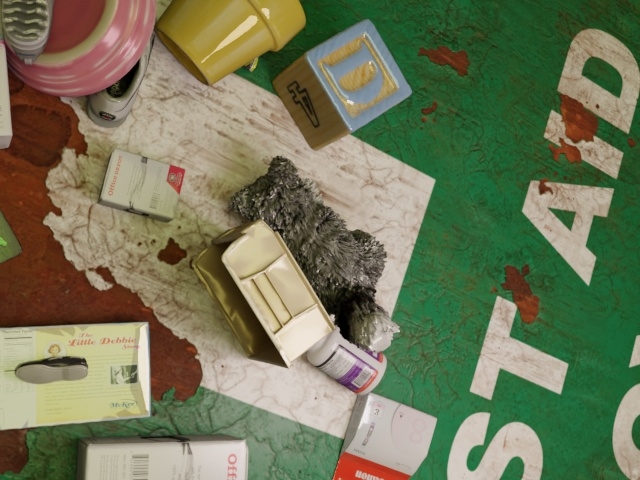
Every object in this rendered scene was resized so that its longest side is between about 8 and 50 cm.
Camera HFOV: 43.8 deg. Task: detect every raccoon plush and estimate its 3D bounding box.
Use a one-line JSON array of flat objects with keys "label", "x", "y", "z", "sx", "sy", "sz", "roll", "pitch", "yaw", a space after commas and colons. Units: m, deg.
[{"label": "raccoon plush", "x": 0.000, "y": 0.000, "z": 1.577, "sx": 0.216, "sy": 0.446, "sz": 0.299, "roll": -45, "pitch": 116, "yaw": -9}]

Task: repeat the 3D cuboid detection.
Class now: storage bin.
[{"label": "storage bin", "x": -0.123, "y": 0.103, "z": 1.576, "sx": 0.123, "sy": 0.262, "sz": 0.260, "roll": -34, "pitch": 98, "yaw": -20}]

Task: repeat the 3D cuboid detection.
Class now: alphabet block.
[{"label": "alphabet block", "x": 0.043, "y": -0.336, "z": 1.743, "sx": 0.192, "sy": 0.197, "sz": 0.193, "roll": -33, "pitch": 98, "yaw": -23}]

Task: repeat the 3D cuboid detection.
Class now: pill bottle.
[{"label": "pill bottle", "x": 0.039, "y": 0.242, "z": 1.724, "sx": 0.193, "sy": 0.108, "sz": 0.108, "roll": 37, "pitch": 71, "yaw": -16}]

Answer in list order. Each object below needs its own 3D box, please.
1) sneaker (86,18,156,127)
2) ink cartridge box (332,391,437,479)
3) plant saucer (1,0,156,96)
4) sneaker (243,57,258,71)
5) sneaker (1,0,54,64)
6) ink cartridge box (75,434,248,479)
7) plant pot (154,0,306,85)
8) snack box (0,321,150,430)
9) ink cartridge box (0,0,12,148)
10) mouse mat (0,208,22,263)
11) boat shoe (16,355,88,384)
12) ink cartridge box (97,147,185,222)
[{"label": "sneaker", "x": -0.385, "y": -0.399, "z": 1.589, "sx": 0.122, "sy": 0.146, "sz": 0.330, "roll": 9, "pitch": 79, "yaw": -22}, {"label": "ink cartridge box", "x": 0.142, "y": 0.475, "z": 1.774, "sx": 0.189, "sy": 0.066, "sz": 0.232, "roll": 24, "pitch": 71, "yaw": -20}, {"label": "plant saucer", "x": -0.475, "y": -0.438, "z": 1.489, "sx": 0.332, "sy": 0.084, "sz": 0.332, "roll": -1, "pitch": 87, "yaw": 12}, {"label": "sneaker", "x": -0.151, "y": -0.415, "z": 1.755, "sx": 0.035, "sy": 0.031, "sz": 0.083, "roll": 19, "pitch": 77, "yaw": -21}, {"label": "sneaker", "x": -0.520, "y": -0.443, "z": 1.405, "sx": 0.105, "sy": 0.115, "sz": 0.281, "roll": 7, "pitch": 67, "yaw": -18}, {"label": "ink cartridge box", "x": -0.307, "y": 0.492, "z": 1.527, "sx": 0.307, "sy": 0.129, "sz": 0.223, "roll": 5, "pitch": 82, "yaw": -24}, {"label": "plant pot", "x": -0.199, "y": -0.455, "z": 1.634, "sx": 0.239, "sy": 0.254, "sz": 0.254, "roll": -46, "pitch": 103, "yaw": -6}, {"label": "snack box", "x": -0.488, "y": 0.253, "z": 1.511, "sx": 0.322, "sy": 0.060, "sz": 0.187, "roll": 0, "pitch": 84, "yaw": -24}, {"label": "ink cartridge box", "x": -0.655, "y": -0.339, "z": 1.374, "sx": 0.207, "sy": 0.119, "sz": 0.353, "roll": -5, "pitch": 86, "yaw": -24}, {"label": "mouse mat", "x": -0.671, "y": -0.026, "z": 1.491, "sx": 0.152, "sy": 0.007, "sz": 0.190, "roll": -30, "pitch": 98, "yaw": -24}, {"label": "boat shoe", "x": -0.490, "y": 0.233, "z": 1.457, "sx": 0.125, "sy": 0.038, "sz": 0.046, "roll": -2, "pitch": 127, "yaw": -19}, {"label": "ink cartridge box", "x": -0.362, "y": -0.109, "z": 1.607, "sx": 0.150, "sy": 0.063, "sz": 0.109, "roll": 16, "pitch": 78, "yaw": -21}]
